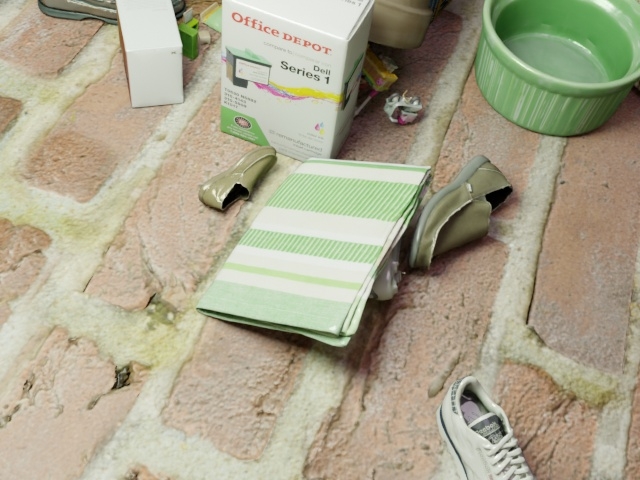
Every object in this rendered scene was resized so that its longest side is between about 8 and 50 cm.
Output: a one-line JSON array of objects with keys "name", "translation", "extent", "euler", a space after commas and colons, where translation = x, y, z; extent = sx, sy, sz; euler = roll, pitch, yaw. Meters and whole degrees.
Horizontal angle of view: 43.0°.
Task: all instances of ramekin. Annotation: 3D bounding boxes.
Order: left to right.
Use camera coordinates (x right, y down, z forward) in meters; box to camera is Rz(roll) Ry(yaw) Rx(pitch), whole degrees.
[{"name": "ramekin", "translation": [0.421, -0.330, 1.445], "extent": [0.303, 0.148, 0.304], "euler": [3, 56, -4]}]

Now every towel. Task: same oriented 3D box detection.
[{"name": "towel", "translation": [0.000, 0.000, 1.177], "extent": [0.247, 0.038, 0.325], "euler": [9, 51, 30]}]

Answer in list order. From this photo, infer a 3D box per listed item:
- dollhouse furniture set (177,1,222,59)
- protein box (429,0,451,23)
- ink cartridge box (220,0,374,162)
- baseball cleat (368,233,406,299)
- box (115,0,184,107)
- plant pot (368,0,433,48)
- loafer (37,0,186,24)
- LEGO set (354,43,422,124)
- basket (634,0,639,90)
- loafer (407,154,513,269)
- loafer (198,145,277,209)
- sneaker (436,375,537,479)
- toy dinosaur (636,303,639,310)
[{"name": "dollhouse furniture set", "translation": [-0.201, -0.396, 1.473], "extent": [0.076, 0.059, 0.152], "euler": [32, 57, 15]}, {"name": "protein box", "translation": [0.175, -0.549, 1.585], "extent": [0.199, 0.136, 0.201], "euler": [30, 56, 14]}, {"name": "ink cartridge box", "translation": [-0.044, -0.269, 1.265], "extent": [0.201, 0.278, 0.117], "euler": [21, 54, 9]}, {"name": "baseball cleat", "translation": [0.075, 0.000, 1.215], "extent": [0.109, 0.072, 0.206], "euler": [0, 44, 11]}, {"name": "box", "translation": [-0.289, -0.332, 1.371], "extent": [0.090, 0.130, 0.171], "euler": [-8, 55, -14]}, {"name": "plant pot", "translation": [0.076, -0.512, 1.345], "extent": [0.323, 0.280, 0.323], "euler": [20, 24, -9]}, {"name": "loafer", "translation": [-0.379, -0.449, 1.472], "extent": [0.267, 0.084, 0.096], "euler": [0, 54, -8]}, {"name": "LEGO set", "translation": [0.063, -0.309, 1.443], "extent": [0.132, 0.107, 0.287], "euler": [16, 39, -41]}, {"name": "basket", "translation": [0.729, -0.431, 1.454], "extent": [0.328, 0.331, 0.266], "euler": [-23, 58, -22]}, {"name": "loafer", "translation": [0.220, -0.040, 1.247], "extent": [0.087, 0.094, 0.251], "euler": [31, 56, 20]}, {"name": "loafer", "translation": [-0.120, -0.093, 1.269], "extent": [0.148, 0.056, 0.050], "euler": [-38, 67, -18]}, {"name": "sneaker", "translation": [0.222, 0.283, 1.013], "extent": [0.090, 0.095, 0.235], "euler": [-19, 60, -22]}, {"name": "toy dinosaur", "translation": [0.569, 0.146, 1.190], "extent": [0.211, 0.064, 0.112], "euler": [-1, 36, -19]}]
